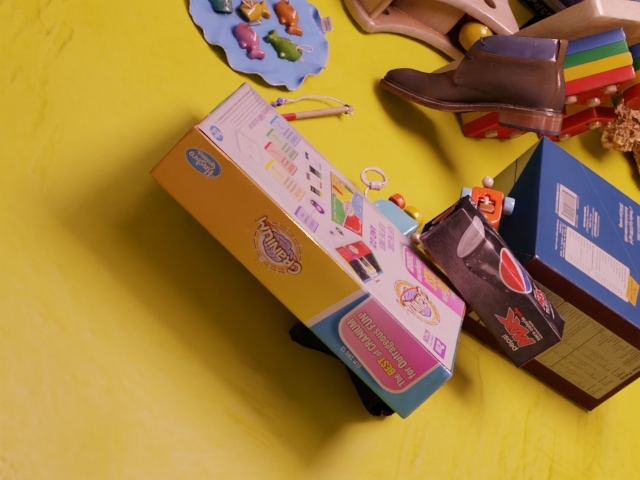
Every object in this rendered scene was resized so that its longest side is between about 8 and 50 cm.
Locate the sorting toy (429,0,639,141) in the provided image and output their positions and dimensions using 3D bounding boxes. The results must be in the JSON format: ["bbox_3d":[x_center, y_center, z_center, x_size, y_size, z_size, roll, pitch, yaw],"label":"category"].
[{"bbox_3d":[0.309,-0.190,1.950,0.257,0.255,0.089,-1,75,-45],"label":"sorting toy"}]

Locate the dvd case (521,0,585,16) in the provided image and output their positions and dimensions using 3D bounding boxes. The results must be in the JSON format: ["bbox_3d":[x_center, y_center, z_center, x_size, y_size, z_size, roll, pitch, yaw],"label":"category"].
[{"bbox_3d":[0.315,-0.387,2.292,0.179,0.029,0.239,40,39,-13],"label":"dvd case"}]

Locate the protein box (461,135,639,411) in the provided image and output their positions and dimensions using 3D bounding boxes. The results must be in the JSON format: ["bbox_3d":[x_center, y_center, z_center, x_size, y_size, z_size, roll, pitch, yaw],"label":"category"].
[{"bbox_3d":[0.269,0.036,1.799,0.201,0.136,0.200,33,40,-19],"label":"protein box"}]

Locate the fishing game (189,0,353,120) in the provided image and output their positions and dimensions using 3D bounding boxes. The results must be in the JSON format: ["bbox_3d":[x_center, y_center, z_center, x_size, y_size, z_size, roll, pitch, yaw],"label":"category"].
[{"bbox_3d":[-0.059,-0.245,1.797,0.189,0.041,0.264,-10,66,-45],"label":"fishing game"}]

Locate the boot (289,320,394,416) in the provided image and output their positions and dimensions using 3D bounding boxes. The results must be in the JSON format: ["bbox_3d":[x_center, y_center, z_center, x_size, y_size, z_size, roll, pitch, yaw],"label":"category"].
[{"bbox_3d":[0.033,0.119,1.572,0.121,0.045,0.099,6,51,-49],"label":"boot"}]

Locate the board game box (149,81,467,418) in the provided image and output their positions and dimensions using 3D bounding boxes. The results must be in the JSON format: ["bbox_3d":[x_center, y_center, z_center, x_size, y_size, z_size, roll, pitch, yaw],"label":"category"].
[{"bbox_3d":[0.000,0.000,1.552,0.316,0.064,0.242,44,16,-4],"label":"board game box"}]

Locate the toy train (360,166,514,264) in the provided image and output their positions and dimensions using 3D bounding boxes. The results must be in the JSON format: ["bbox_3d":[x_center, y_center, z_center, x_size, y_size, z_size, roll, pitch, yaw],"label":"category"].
[{"bbox_3d":[0.117,-0.020,1.734,0.166,0.046,0.125,10,47,-2],"label":"toy train"}]

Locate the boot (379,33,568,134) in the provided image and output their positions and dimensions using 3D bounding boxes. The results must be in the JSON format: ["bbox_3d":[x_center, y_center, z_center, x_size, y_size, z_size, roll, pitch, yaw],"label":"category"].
[{"bbox_3d":[0.176,-0.191,1.848,0.219,0.106,0.082,15,12,21],"label":"boot"}]

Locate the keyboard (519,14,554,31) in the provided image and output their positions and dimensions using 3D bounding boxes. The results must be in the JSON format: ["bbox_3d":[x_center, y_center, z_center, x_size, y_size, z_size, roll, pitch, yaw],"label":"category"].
[{"bbox_3d":[0.288,-0.246,2.118,0.192,0.100,0.038,-43,131,-52],"label":"keyboard"}]

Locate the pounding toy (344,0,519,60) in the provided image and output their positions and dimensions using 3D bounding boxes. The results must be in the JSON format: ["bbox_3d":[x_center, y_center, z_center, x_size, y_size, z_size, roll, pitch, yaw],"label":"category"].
[{"bbox_3d":[0.130,-0.319,1.950,0.269,0.155,0.154,31,38,-19],"label":"pounding toy"}]

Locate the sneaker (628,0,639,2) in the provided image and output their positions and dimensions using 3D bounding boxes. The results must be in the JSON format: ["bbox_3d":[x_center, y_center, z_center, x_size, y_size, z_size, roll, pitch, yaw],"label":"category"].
[{"bbox_3d":[0.457,-0.334,2.090,0.330,0.147,0.130,13,62,-35],"label":"sneaker"}]

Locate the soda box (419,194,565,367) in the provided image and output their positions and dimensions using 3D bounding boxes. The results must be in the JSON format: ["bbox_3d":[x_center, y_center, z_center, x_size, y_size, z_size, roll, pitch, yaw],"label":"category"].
[{"bbox_3d":[0.173,0.040,1.650,0.169,0.060,0.053,52,21,-7],"label":"soda box"}]

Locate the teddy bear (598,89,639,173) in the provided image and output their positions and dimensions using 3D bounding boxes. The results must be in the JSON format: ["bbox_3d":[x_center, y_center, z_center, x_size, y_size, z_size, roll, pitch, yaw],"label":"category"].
[{"bbox_3d":[0.445,-0.141,2.167,0.338,0.113,0.245,51,44,-10],"label":"teddy bear"}]
